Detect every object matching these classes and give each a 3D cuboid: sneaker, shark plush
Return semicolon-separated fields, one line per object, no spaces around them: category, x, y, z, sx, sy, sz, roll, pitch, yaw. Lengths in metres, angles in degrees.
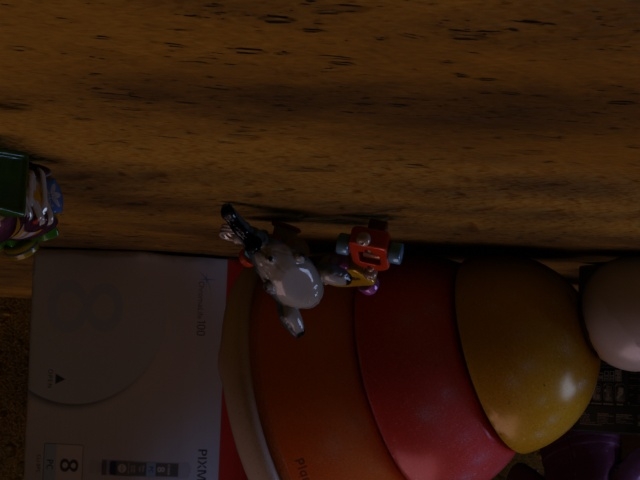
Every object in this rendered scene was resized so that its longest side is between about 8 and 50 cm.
sneaker;-0.213;-0.032;1.187;0.084;0.069;0.185;-5;-176;-20
shark plush;-0.047;0.024;1.496;0.161;0.073;0.067;31;-175;-47

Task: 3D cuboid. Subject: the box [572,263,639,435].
box;0.367;0.114;1.809;0.059;0.183;0.233;7;173;-38

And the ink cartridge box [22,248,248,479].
ink cartridge box;-0.156;0.169;2.046;0.385;0.308;0.091;1;175;15

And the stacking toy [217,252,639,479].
stacking toy;0.168;0.130;1.799;0.480;0.350;0.350;-15;169;20

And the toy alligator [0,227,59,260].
toy alligator;-0.283;-0.020;1.429;0.190;0.056;0.051;0;-145;31

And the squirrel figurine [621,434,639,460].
squirrel figurine;0.557;0.282;2.328;0.370;0.397;0.281;4;133;16

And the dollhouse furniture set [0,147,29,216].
dollhouse furniture set;-0.246;-0.039;0.996;0.152;0.076;0.058;0;174;27

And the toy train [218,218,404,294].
toy train;0.000;0.000;1.539;0.166;0.046;0.125;9;157;16

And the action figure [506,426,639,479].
action figure;0.324;0.228;2.111;0.248;0.370;0.276;-21;150;18
